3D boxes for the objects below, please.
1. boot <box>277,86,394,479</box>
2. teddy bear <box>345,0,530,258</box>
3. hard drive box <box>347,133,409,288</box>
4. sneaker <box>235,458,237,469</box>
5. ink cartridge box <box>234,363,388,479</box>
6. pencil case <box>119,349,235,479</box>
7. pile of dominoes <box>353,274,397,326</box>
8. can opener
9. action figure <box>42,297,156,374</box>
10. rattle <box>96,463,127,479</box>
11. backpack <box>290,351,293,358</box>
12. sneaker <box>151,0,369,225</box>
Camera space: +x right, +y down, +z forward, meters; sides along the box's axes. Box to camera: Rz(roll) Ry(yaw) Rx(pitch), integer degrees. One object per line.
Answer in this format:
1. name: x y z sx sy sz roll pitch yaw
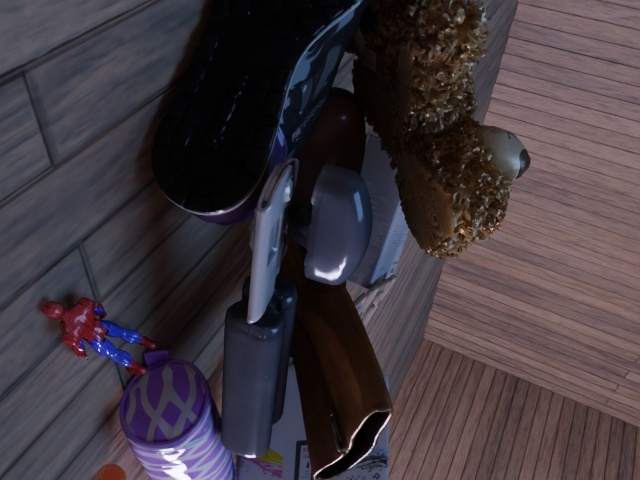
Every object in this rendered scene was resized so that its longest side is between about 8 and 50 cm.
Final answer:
1. boot: 0.005 0.036 0.539 0.281 0.096 0.264 -104 -149 -44
2. teddy bear: 0.097 -0.156 0.552 0.113 0.338 0.245 -18 151 -10
3. hard drive box: 0.103 -0.046 0.999 0.232 0.089 0.181 -71 163 6
4. sneaker: -0.068 0.350 0.952 0.319 0.112 0.131 95 6 -49
5. ink cartridge box: -0.018 0.283 0.704 0.171 0.168 0.233 109 -14 -63
6. pencil case: -0.132 0.195 0.570 0.206 0.086 0.088 93 -10 -50
7. pile of dominoes: 0.018 0.162 0.960 0.251 0.040 0.196 -60 162 18
8. can opener: -0.024 0.069 0.464 0.076 0.095 0.284 -64 165 -55
9. action figure: -0.160 0.068 0.423 0.115 0.030 0.038 65 42 -61
10. rattle: -0.177 0.314 0.481 0.200 0.142 0.130 -60 143 -10
11. backpack: -0.029 0.096 0.743 0.098 0.101 0.120 -49 159 -35
12. sneaker: -0.034 -0.145 0.475 0.284 0.107 0.124 -60 171 -3
